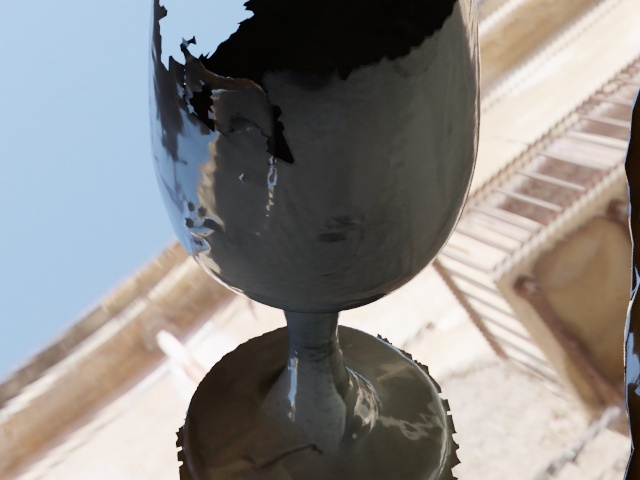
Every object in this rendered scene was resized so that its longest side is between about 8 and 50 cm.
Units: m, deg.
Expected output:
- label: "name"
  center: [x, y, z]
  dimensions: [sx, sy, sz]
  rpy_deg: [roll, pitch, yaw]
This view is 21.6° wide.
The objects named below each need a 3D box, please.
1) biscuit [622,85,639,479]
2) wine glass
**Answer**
- label: "biscuit"
  center: [0.156, -0.003, 0.373]
  dimensions: [0.102, 0.296, 0.296]
  rpy_deg: [5, -82, -12]
- label: "wine glass"
  center: [0.000, 0.000, 0.710]
  dimensions: [0.143, 0.143, 0.321]
  rpy_deg: [-14, -41, -14]
